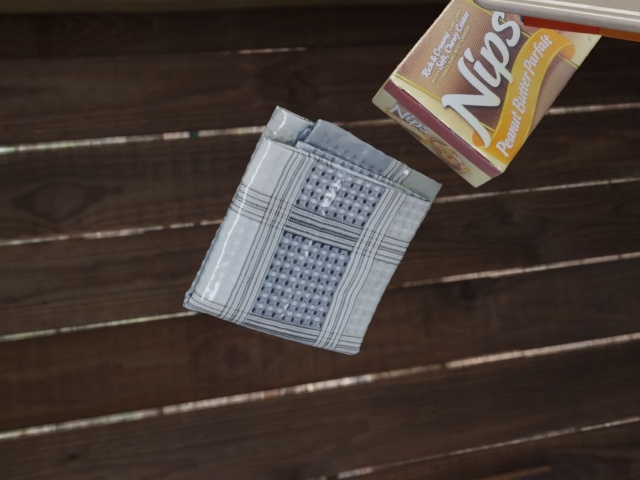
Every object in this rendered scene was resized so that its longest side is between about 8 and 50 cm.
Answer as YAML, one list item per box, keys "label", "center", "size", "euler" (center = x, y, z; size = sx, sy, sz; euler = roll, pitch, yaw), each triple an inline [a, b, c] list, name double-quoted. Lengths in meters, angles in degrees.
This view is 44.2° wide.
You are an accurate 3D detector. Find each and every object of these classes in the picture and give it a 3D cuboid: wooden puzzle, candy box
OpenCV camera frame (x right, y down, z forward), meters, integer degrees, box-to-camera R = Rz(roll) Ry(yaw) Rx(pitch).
- label: "wooden puzzle"
  center: [0.292, -0.227, 0.727]
  size: [0.238, 0.221, 0.044]
  euler: [27, 135, 34]
- label: "candy box"
  center: [0.236, -0.249, 1.032]
  size: [0.183, 0.316, 0.087]
  euler: [39, 165, -3]

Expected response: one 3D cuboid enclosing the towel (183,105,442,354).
- label: "towel"
  center: [0.000, 0.000, 1.158]
  size: [0.324, 0.312, 0.056]
  euler: [-64, 29, 8]
